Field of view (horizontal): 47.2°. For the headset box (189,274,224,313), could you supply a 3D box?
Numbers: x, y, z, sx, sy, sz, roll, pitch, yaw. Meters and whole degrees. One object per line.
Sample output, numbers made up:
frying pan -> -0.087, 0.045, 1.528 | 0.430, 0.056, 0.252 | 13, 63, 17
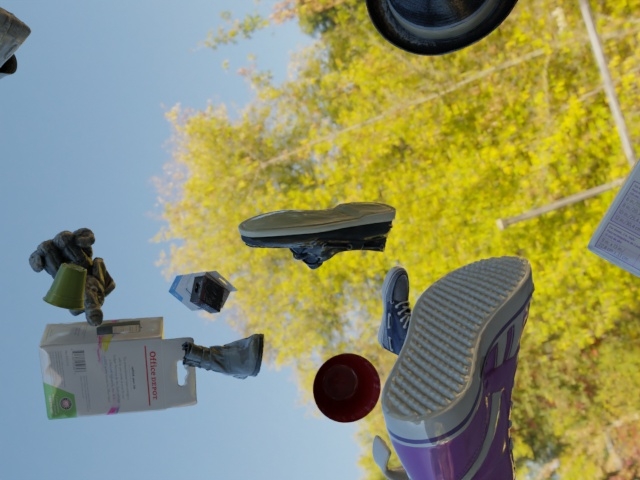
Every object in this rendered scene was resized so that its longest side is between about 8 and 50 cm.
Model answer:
headset box -> -0.258, 0.121, 1.654 | 0.083, 0.032, 0.062 | 43, -134, -47

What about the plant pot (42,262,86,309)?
plant pot -> -0.504, 0.090, 1.468 | 0.083, 0.083, 0.079 | 4, -76, -72

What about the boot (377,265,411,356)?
boot -> 0.176, 0.154, 1.551 | 0.086, 0.069, 0.190 | 27, 118, 53

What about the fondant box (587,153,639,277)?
fondant box -> 0.420, -0.119, 0.799 | 0.096, 0.331, 0.238 | 30, -165, 17

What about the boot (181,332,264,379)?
boot -> -0.221, 0.254, 1.612 | 0.246, 0.161, 0.084 | 133, 146, -60

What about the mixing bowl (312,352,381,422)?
mixing bowl -> 0.060, 0.382, 1.940 | 0.098, 0.181, 0.182 | 177, 73, -80

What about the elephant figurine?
elephant figurine -> -0.569, 0.105, 1.731 | 0.240, 0.169, 0.186 | 58, -151, 4

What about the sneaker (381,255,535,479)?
sneaker -> 0.144, 0.136, 0.689 | 0.282, 0.102, 0.161 | -47, -58, -46

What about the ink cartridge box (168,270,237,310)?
ink cartridge box -> -0.334, 0.144, 2.077 | 0.104, 0.180, 0.060 | 46, -127, -32

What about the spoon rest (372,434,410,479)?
spoon rest -> 0.219, 0.435, 1.458 | 0.276, 0.084, 0.137 | 10, -158, -29

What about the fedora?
fedora -> 0.197, -0.502, 1.290 | 0.152, 0.333, 0.334 | 32, -138, -60

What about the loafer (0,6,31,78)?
loafer -> -0.744, -0.398, 1.645 | 0.111, 0.319, 0.112 | 21, -122, -30

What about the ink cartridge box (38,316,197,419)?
ink cartridge box -> -0.480, 0.304, 1.774 | 0.119, 0.353, 0.207 | -115, 24, -67

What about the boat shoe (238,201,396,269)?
boat shoe -> -0.002, -0.001, 1.421 | 0.339, 0.127, 0.113 | -11, -66, -36
